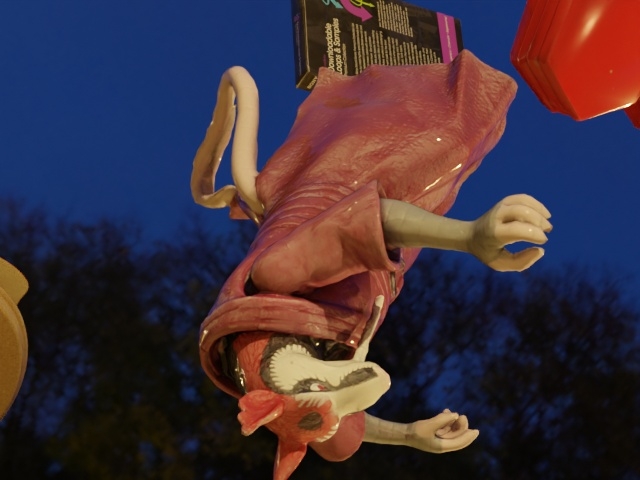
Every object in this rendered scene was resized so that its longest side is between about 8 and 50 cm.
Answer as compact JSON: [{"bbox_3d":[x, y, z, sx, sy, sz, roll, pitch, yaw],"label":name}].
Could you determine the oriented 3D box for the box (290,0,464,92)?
[{"bbox_3d":[0.052,-0.161,1.241,0.162,0.116,0.029,15,-38,-25],"label":"box"}]

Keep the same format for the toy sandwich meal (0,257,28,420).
[{"bbox_3d":[-0.138,0.039,0.497,0.029,0.085,0.085,31,-42,48],"label":"toy sandwich meal"}]

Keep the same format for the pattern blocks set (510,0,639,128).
[{"bbox_3d":[0.210,-0.150,0.462,0.026,0.325,0.285,31,-68,52],"label":"pattern blocks set"}]

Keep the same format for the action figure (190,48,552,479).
[{"bbox_3d":[0.000,0.000,0.922,0.276,0.370,0.248,21,-54,7],"label":"action figure"}]
